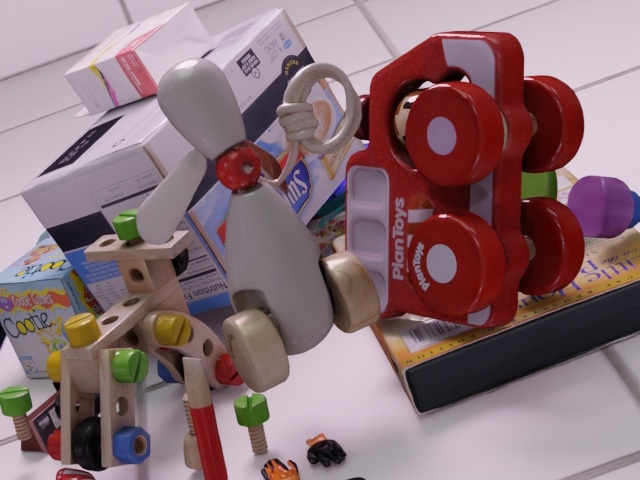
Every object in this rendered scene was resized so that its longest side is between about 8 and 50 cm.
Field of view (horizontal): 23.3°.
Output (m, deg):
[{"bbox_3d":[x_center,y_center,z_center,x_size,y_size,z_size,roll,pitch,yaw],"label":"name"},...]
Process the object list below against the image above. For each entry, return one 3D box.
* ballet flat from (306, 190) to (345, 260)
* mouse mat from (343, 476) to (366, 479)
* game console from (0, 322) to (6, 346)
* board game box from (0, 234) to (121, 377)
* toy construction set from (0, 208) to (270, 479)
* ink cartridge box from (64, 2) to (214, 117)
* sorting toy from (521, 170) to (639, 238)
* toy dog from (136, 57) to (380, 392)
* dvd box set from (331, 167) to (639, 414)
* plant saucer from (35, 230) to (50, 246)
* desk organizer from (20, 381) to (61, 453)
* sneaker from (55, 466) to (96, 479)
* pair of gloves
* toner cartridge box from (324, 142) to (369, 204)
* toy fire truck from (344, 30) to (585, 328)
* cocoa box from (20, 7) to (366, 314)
[{"bbox_3d":[0.000,0.000,1.992,0.241,0.077,0.091,-32,14,-17],"label":"ballet flat"},{"bbox_3d":[-0.051,0.281,1.452,0.189,0.007,0.153,-14,22,13],"label":"mouse mat"},{"bbox_3d":[-0.582,0.074,2.222,0.173,0.250,0.293,-43,16,15],"label":"game console"},{"bbox_3d":[-0.279,0.048,2.036,0.144,0.142,0.275,-5,25,36],"label":"board game box"},{"bbox_3d":[-0.185,0.104,1.651,0.257,0.237,0.309,-21,22,-29],"label":"toy construction set"},{"bbox_3d":[-0.241,-0.224,1.957,0.198,0.067,0.115,-11,28,48],"label":"ink cartridge box"},{"bbox_3d":[0.237,-0.057,1.770,0.126,0.127,0.365,3,7,-38],"label":"sorting toy"},{"bbox_3d":[-0.071,-0.013,1.582,0.220,0.334,0.161,-4,-5,-23],"label":"toy dog"},{"bbox_3d":[0.195,0.036,1.757,0.307,0.062,0.420,-21,21,-3],"label":"dvd box set"},{"bbox_3d":[-0.400,-0.010,2.454,0.119,0.021,0.119,-18,21,7],"label":"plant saucer"},{"bbox_3d":[-0.304,0.195,1.832,0.050,0.047,0.130,-5,25,39],"label":"desk organizer"},{"bbox_3d":[-0.284,0.276,1.620,0.118,0.042,0.067,-17,24,-14],"label":"sneaker"},{"bbox_3d":[-0.017,0.223,1.557,0.083,0.010,0.074,-24,19,-16],"label":"pair of gloves"},{"bbox_3d":[-0.069,-0.061,2.210,0.347,0.075,0.165,-3,26,37],"label":"toner cartridge box"},{"bbox_3d":[0.118,-0.059,1.571,0.254,0.302,0.169,8,13,44],"label":"toy fire truck"},{"bbox_3d":[-0.147,-0.086,1.927,0.231,0.228,0.347,-17,24,40],"label":"cocoa box"}]
